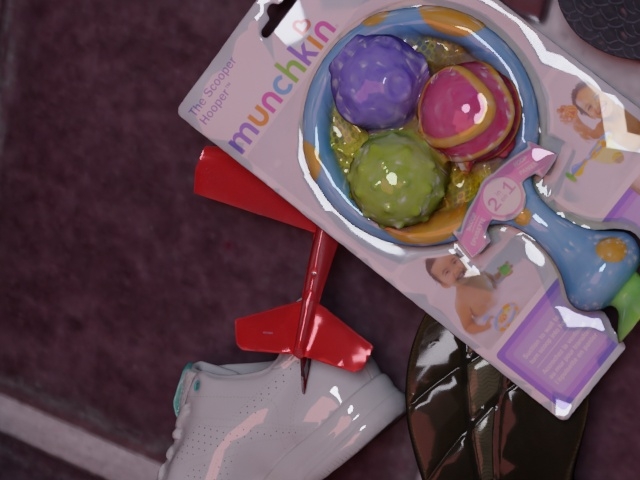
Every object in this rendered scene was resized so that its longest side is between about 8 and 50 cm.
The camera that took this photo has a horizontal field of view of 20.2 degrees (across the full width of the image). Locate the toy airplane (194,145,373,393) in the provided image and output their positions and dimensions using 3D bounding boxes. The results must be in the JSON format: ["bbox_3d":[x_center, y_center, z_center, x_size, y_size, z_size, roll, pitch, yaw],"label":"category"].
[{"bbox_3d":[0.000,0.000,0.874,0.151,0.028,0.151,-1,87,13],"label":"toy airplane"}]

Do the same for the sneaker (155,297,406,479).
[{"bbox_3d":[-0.055,0.112,0.945,0.212,0.080,0.094,-40,83,20],"label":"sneaker"}]

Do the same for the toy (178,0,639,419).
[{"bbox_3d":[0.060,-0.040,0.820,0.237,0.056,0.137,38,99,4],"label":"toy"}]

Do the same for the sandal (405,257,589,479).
[{"bbox_3d":[0.094,0.116,0.879,0.090,0.060,0.219,-13,98,0],"label":"sandal"}]

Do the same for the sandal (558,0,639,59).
[{"bbox_3d":[0.140,-0.202,0.750,0.097,0.054,0.254,21,126,24],"label":"sandal"}]
